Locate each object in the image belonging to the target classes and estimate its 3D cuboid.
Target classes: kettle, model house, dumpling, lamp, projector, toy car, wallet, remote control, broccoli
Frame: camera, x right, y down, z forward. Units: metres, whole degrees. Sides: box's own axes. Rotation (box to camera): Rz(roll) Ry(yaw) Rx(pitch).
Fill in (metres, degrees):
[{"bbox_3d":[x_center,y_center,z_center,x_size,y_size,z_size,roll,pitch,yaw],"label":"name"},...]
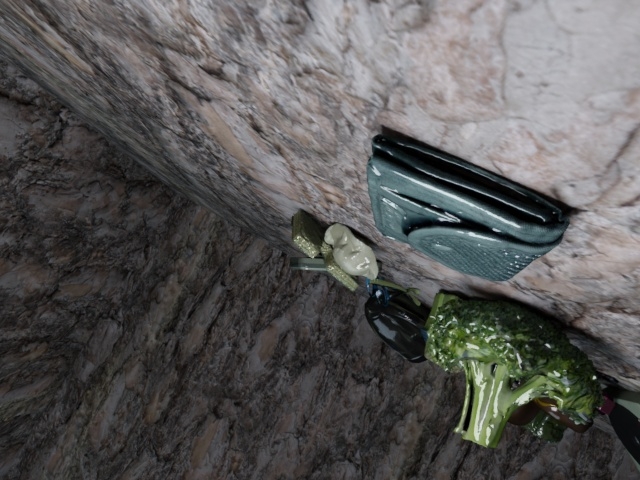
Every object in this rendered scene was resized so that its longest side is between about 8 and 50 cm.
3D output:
[{"bbox_3d":[0.336,0.331,1.931,0.324,0.229,0.320,37,168,-24],"label":"kettle"},{"bbox_3d":[0.378,0.268,1.338,0.194,0.189,0.214,30,174,-1],"label":"model house"},{"bbox_3d":[0.088,0.022,1.262,0.134,0.099,0.169,96,153,-53],"label":"dumpling"},{"bbox_3d":[0.042,0.079,1.587,0.268,0.047,0.266,4,176,-10],"label":"lamp"},{"bbox_3d":[0.889,0.530,1.293,0.257,0.079,0.259,63,180,12],"label":"projector"},{"bbox_3d":[0.629,0.440,1.392,0.271,0.241,0.340,32,178,-38],"label":"toy car"},{"bbox_3d":[0.180,-0.014,0.676,0.237,0.075,0.342,25,172,14],"label":"wallet"},{"bbox_3d":[0.748,0.362,1.295,0.039,0.014,0.096,34,171,-30],"label":"remote control"},{"bbox_3d":[0.409,0.273,1.036,0.375,0.302,0.249,17,-155,41],"label":"broccoli"}]

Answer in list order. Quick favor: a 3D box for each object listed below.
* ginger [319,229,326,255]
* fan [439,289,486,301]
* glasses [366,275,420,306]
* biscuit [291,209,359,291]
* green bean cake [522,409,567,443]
[{"bbox_3d":[0.005,0.001,1.501,0.137,0.074,0.213,12,165,16],"label":"ginger"},{"bbox_3d":[0.471,0.198,1.270,0.223,0.012,0.294,29,174,-14],"label":"fan"},{"bbox_3d":[0.256,0.192,1.705,0.206,0.102,0.239,25,171,35],"label":"glasses"},{"bbox_3d":[0.015,0.028,1.359,0.250,0.046,0.147,42,-158,-22],"label":"biscuit"},{"bbox_3d":[0.745,0.542,1.668,0.132,0.241,0.255,38,170,-31],"label":"green bean cake"}]
